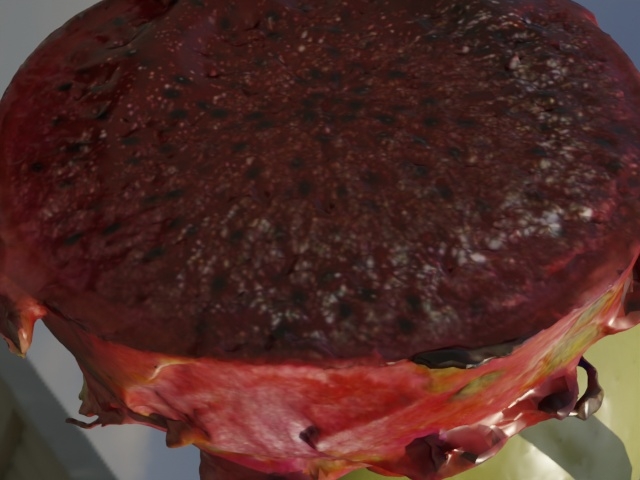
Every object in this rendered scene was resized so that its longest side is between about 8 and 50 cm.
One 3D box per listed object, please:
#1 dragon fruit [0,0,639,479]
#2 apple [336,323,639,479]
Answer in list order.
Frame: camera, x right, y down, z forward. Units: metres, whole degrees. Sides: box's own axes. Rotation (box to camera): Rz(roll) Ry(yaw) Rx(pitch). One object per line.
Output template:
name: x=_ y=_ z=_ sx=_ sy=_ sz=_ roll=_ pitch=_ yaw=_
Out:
dragon fruit: x=0.000 y=0.000 z=0.638 sx=0.371 sy=0.386 sz=0.249 roll=44 pitch=-28 yaw=37
apple: x=0.109 y=0.146 z=1.071 sx=0.473 sy=0.473 sz=0.474 roll=-31 pitch=-127 yaw=52
